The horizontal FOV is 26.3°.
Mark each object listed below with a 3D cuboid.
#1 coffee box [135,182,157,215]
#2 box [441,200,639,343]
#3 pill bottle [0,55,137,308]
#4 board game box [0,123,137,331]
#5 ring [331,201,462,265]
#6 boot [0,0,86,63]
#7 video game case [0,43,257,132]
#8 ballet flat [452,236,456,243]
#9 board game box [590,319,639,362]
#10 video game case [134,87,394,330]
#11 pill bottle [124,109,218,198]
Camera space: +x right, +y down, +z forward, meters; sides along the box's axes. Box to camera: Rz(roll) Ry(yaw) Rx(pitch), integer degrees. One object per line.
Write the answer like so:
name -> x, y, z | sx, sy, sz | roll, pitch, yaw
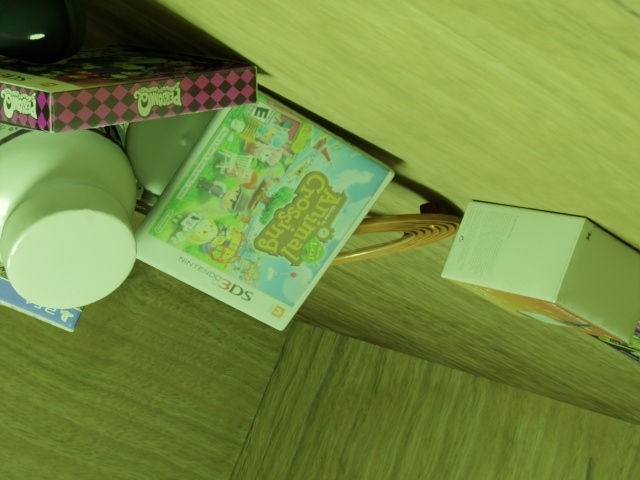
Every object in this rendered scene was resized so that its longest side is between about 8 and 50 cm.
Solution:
coffee box -> -0.179, -0.073, 1.849 | 0.141, 0.098, 0.246 | 28, 170, -38
box -> 0.236, 0.031, 1.424 | 0.130, 0.091, 0.170 | 28, 171, -35
pill bottle -> -0.281, -0.075, 1.388 | 0.169, 0.169, 0.301 | 29, -156, -41
board game box -> -0.362, -0.067, 1.684 | 0.232, 0.291, 0.141 | 24, 172, -17
ring -> 0.000, 0.000, 1.603 | 0.336, 0.032, 0.336 | -9, 172, -1
boot -> -0.354, -0.188, 1.172 | 0.246, 0.094, 0.207 | 23, -146, 29
video game case -> -0.212, -0.143, 1.256 | 0.232, 0.042, 0.210 | -14, -159, -43
ballet flat -> 0.185, 0.017, 1.620 | 0.057, 0.052, 0.168 | 21, 173, -3
board game box -> 0.392, 0.105, 1.683 | 0.347, 0.056, 0.208 | 27, 175, -36
video game case -> -0.060, -0.031, 1.393 | 0.193, 0.212, 0.023 | 29, -164, -24
pill bottle -> -0.119, -0.079, 1.516 | 0.130, 0.130, 0.246 | 20, 172, 14
